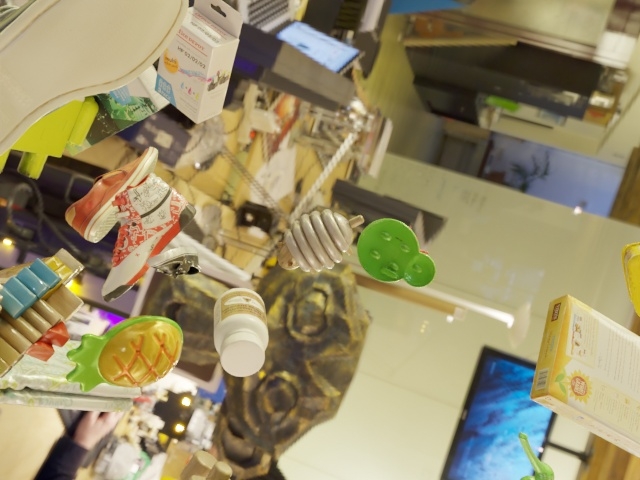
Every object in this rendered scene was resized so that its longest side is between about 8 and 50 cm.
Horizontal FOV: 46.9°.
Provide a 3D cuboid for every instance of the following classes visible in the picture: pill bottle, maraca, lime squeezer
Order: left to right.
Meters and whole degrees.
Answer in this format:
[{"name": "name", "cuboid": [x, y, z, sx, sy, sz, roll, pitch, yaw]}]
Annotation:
[{"name": "maraca", "cuboid": [-0.299, 0.176, 1.141, 0.186, 0.099, 0.127, -8, 119, -33]}, {"name": "pill bottle", "cuboid": [-0.193, 0.223, 1.793, 0.229, 0.131, 0.131, -107, -153, -64]}, {"name": "lime squeezer", "cuboid": [0.431, 0.510, 1.572, 0.310, 0.110, 0.059, 98, 2, -50]}]

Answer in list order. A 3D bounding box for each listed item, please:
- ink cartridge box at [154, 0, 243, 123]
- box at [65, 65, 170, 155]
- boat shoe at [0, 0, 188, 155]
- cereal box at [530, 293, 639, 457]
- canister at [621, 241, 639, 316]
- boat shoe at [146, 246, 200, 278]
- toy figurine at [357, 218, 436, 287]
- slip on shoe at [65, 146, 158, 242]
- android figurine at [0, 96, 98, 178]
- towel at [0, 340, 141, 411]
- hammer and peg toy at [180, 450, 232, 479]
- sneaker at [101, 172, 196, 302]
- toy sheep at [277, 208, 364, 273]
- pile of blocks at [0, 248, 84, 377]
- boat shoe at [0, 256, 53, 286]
[{"name": "ink cartridge box", "cuboid": [-0.194, -0.291, 1.160, 0.061, 0.104, 0.181, -35, 156, -44]}, {"name": "box", "cuboid": [-0.454, -0.312, 1.431, 0.058, 0.322, 0.232, -47, 113, -42]}, {"name": "boat shoe", "cuboid": [-0.219, -0.137, 0.571, 0.254, 0.079, 0.095, -42, 134, -9]}, {"name": "cereal box", "cuboid": [0.442, 0.213, 1.126, 0.047, 0.240, 0.173, -40, -157, 57]}, {"name": "canister", "cuboid": [0.593, 0.071, 1.338, 0.170, 0.073, 0.126, -14, 93, -69]}, {"name": "boat shoe", "cuboid": [-0.213, 0.035, 1.104, 0.142, 0.049, 0.040, -7, 75, -78]}, {"name": "toy figurine", "cuboid": [0.179, 0.022, 1.550, 0.130, 0.173, 0.159, -62, 165, 16]}, {"name": "slip on shoe", "cuboid": [-0.499, -0.131, 1.802, 0.331, 0.101, 0.123, -59, 179, -42]}, {"name": "android figurine", "cuboid": [-0.508, -0.242, 1.323, 0.273, 0.056, 0.248, -61, 154, 11]}, {"name": "towel", "cuboid": [-0.661, 0.308, 1.791, 0.374, 0.320, 0.090, 17, 93, -43]}, {"name": "hammer and peg toy", "cuboid": [-0.108, 0.498, 1.330, 0.127, 0.266, 0.361, -60, -150, 8]}, {"name": "sneaker", "cuboid": [-0.393, -0.014, 1.516, 0.270, 0.145, 0.090, -51, -160, -18]}, {"name": "toy sheep", "cuboid": [0.000, 0.000, 1.009, 0.132, 0.091, 0.091, -32, 166, 5]}, {"name": "pile of blocks", "cuboid": [-0.425, 0.128, 1.033, 0.149, 0.112, 0.362, -44, -175, 37]}, {"name": "boat shoe", "cuboid": [-0.573, 0.091, 1.448, 0.103, 0.285, 0.092, -24, 100, -38]}]
